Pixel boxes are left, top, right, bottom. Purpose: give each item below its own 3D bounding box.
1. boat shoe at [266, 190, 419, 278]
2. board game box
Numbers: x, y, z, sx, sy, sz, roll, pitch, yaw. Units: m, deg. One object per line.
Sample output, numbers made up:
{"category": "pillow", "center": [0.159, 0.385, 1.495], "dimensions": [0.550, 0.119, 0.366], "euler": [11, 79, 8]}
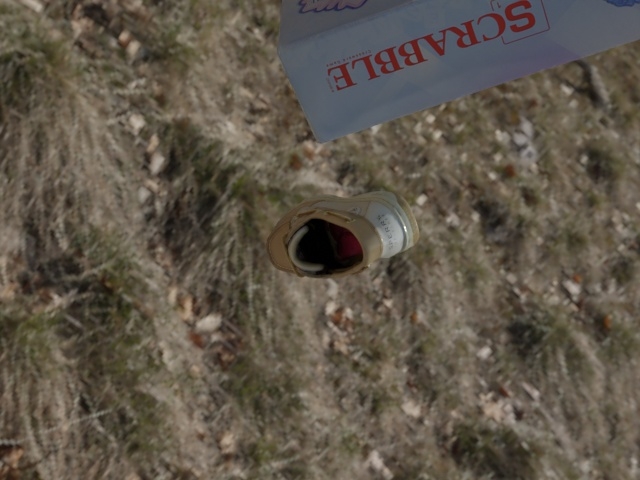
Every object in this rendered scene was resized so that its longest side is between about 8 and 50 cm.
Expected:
{"category": "boat shoe", "center": [0.000, 0.000, 0.791], "dimensions": [0.059, 0.170, 0.063], "euler": [-28, 97, -34]}
{"category": "board game box", "center": [0.136, -0.215, 0.618], "dimensions": [0.318, 0.318, 0.066], "euler": [-90, 158, -51]}
